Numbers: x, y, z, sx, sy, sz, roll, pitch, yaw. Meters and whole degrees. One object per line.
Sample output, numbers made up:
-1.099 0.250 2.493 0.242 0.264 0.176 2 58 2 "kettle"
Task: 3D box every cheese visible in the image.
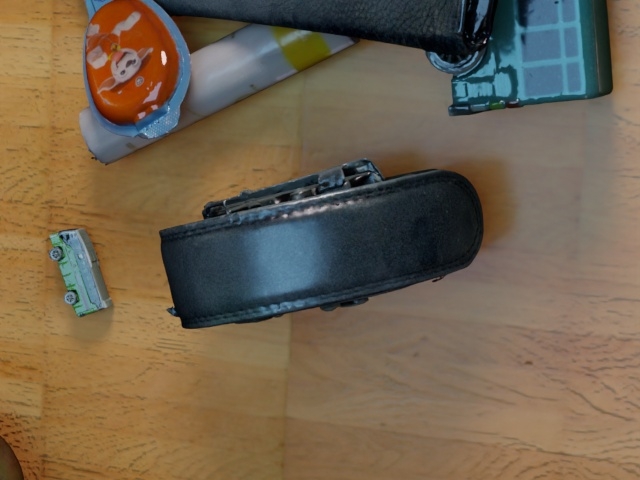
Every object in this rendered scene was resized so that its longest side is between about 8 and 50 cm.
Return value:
-0.181 -0.195 1.223 0.106 0.037 0.256 -30 66 16 "cheese"

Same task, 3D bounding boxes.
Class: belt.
0.000 0.000 1.134 0.268 0.206 0.116 -13 92 7 "belt"

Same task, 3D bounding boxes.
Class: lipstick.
-0.092 -0.144 1.222 0.264 0.059 0.059 -23 89 18 "lipstick"

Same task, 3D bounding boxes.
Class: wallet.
-0.002 -0.256 1.101 0.379 0.046 0.190 16 104 44 "wallet"

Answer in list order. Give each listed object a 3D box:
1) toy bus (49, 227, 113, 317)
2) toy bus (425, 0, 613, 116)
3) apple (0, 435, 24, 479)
-0.226 0.029 1.299 0.037 0.031 0.083 -18 91 11 "toy bus"
0.159 -0.232 1.098 0.147 0.128 0.256 -3 97 18 "toy bus"
-0.374 0.253 1.290 0.174 0.188 0.188 -20 90 27 "apple"
